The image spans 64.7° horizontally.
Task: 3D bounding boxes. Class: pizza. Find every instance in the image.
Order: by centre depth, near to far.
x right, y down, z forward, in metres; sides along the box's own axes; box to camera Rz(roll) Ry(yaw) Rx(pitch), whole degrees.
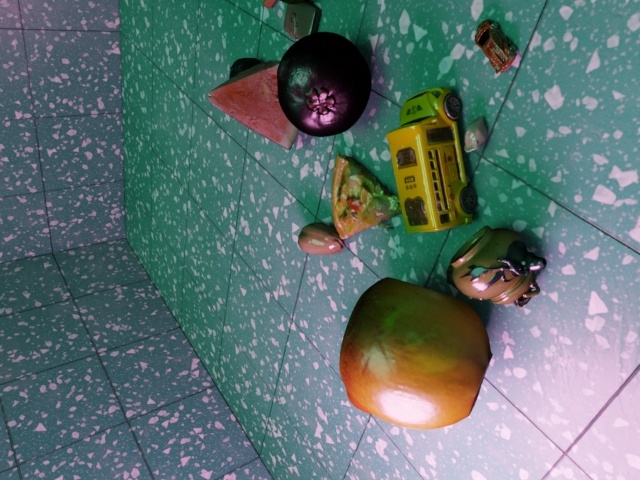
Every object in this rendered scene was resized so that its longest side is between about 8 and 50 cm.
[{"bbox_3d":[0.127,-0.122,1.465,0.288,0.075,0.279,11,112,53],"label":"pizza"}]

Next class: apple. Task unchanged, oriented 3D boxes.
[{"bbox_3d":[0.239,0.265,1.237,0.375,0.384,0.373,10,113,24],"label":"apple"}]

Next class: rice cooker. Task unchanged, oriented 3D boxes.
[{"bbox_3d":[-0.265,-0.550,1.811,0.142,0.119,0.202,26,114,57],"label":"rice cooker"}]

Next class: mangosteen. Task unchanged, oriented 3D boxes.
[{"bbox_3d":[0.009,-0.438,1.394,0.302,0.275,0.274,-90,12,-54],"label":"mangosteen"}]

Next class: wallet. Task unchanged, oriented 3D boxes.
[{"bbox_3d":[-0.062,-0.679,1.555,0.153,0.039,0.117,45,133,35],"label":"wallet"}]

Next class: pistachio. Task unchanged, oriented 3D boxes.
[{"bbox_3d":[0.000,0.000,1.664,0.186,0.108,0.126,9,141,49],"label":"pistachio"}]

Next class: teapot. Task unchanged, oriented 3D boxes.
[{"bbox_3d":[0.386,0.076,1.118,0.183,0.173,0.269,43,150,3],"label":"teapot"}]

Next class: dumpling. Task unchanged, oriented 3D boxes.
[{"bbox_3d":[0.342,-0.239,1.138,0.057,0.052,0.076,-12,91,51],"label":"dumpling"}]

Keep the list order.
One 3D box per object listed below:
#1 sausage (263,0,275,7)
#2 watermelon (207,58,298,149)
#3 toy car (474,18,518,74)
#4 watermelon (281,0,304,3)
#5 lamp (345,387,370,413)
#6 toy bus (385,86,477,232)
[{"bbox_3d":[-0.159,-0.795,1.650,0.083,0.034,0.034,-31,77,53],"label":"sausage"},{"bbox_3d":[-0.180,-0.437,1.636,0.251,0.293,0.282,16,115,27],"label":"watermelon"},{"bbox_3d":[0.363,-0.410,1.061,0.121,0.035,0.059,61,147,17],"label":"toy car"},{"bbox_3d":[-0.073,-0.747,1.456,0.187,0.141,0.140,45,137,21],"label":"watermelon"},{"bbox_3d":[0.162,0.402,1.506,0.223,0.197,0.223,-161,90,-78],"label":"lamp"},{"bbox_3d":[0.252,-0.187,1.199,0.144,0.152,0.329,-4,99,56],"label":"toy bus"}]
